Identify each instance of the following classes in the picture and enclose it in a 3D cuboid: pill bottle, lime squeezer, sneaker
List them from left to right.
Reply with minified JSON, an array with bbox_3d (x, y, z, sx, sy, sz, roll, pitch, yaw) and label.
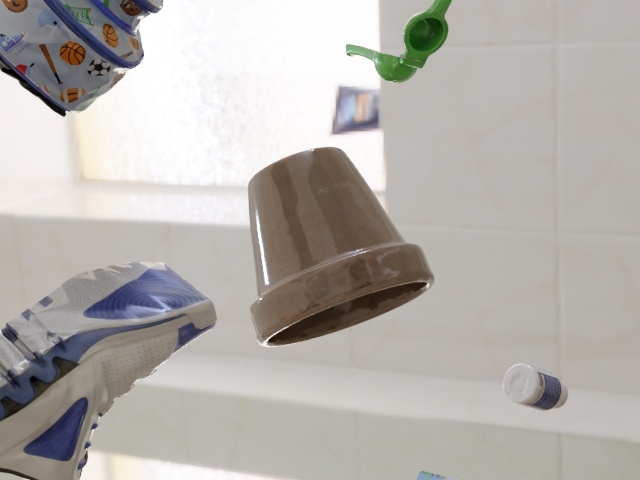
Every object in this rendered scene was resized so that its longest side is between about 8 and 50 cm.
[{"bbox_3d":[-0.267,0.156,1.196,0.315,0.127,0.182,-24,-49,-28],"label":"sneaker"},{"bbox_3d":[0.115,-0.256,1.350,0.058,0.310,0.110,25,-119,-18],"label":"lime squeezer"},{"bbox_3d":[0.362,0.247,1.855,0.120,0.067,0.067,22,-107,-46],"label":"pill bottle"}]

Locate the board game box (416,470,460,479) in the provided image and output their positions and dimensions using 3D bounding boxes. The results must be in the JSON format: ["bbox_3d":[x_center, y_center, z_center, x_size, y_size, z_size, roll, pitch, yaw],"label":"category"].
[{"bbox_3d":[0.182,0.237,0.899,0.039,0.160,0.211,-70,13,-11],"label":"board game box"}]

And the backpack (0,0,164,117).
[{"bbox_3d":[-0.309,-0.285,1.321,0.276,0.213,0.263,37,-153,-32],"label":"backpack"}]

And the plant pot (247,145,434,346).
[{"bbox_3d":[0.000,0.000,1.556,0.263,0.263,0.229,4,-116,-64],"label":"plant pot"}]
